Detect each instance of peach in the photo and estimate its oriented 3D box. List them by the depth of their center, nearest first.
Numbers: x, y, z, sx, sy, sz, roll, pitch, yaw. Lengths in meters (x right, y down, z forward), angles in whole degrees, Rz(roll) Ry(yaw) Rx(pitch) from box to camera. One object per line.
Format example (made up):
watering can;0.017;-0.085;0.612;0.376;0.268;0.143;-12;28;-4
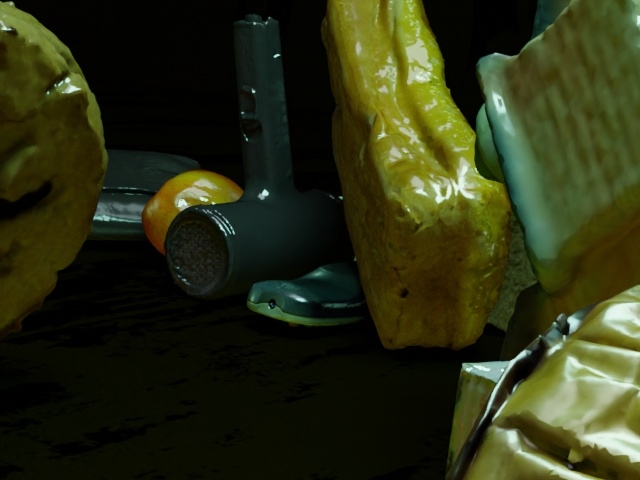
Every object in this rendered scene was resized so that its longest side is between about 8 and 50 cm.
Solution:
peach;-0.115;-0.019;1.410;0.100;0.101;0.101;6;10;-1

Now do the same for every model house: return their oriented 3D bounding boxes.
model house;0.213;0.010;0.858;0.245;0.312;0.280;-3;-25;-27

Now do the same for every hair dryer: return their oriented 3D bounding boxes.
hair dryer;-0.057;-0.078;1.331;0.089;0.251;0.197;0;7;36

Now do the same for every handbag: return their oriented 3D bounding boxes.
handbag;-0.209;-0.046;1.548;0.246;0.080;0.223;2;11;-21

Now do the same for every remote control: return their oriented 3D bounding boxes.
remote control;0.021;0.045;1.257;0.072;0.042;0.222;14;12;32

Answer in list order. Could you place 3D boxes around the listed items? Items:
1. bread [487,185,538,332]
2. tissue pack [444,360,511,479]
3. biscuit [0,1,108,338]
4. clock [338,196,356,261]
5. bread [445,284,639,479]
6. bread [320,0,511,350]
bread;0.221;-0.026;1.418;0.113;0.165;0.416;21;12;13
tissue pack;0.096;0.117;0.562;0.108;0.148;0.060;-2;14;-36
biscuit;-0.257;-0.022;0.862;0.295;0.296;0.075;-2;37;-39
clock;0.070;-0.010;1.563;0.188;0.060;0.148;3;11;-12
bread;0.112;0.117;0.440;0.104;0.199;0.199;14;13;34
bread;0.070;-0.076;1.258;0.109;0.185;0.380;-6;41;-8
